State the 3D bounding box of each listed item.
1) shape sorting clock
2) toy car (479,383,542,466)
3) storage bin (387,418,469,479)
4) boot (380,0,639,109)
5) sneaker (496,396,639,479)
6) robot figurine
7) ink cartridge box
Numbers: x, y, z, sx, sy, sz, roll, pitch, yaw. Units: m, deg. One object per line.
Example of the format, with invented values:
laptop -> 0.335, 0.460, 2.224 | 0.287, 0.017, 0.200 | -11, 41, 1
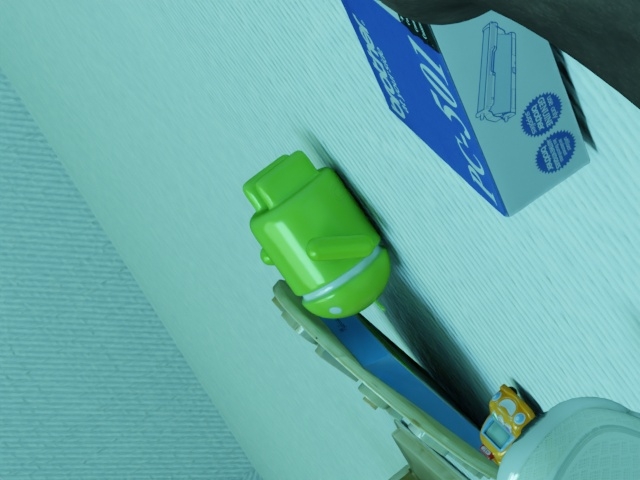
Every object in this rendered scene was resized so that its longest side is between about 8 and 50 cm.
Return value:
shape sorting clock -> 0.046, 0.097, 1.354 | 0.206, 0.040, 0.206 | 43, -178, -2
toy car -> 0.137, 0.145, 1.194 | 0.122, 0.040, 0.060 | 50, 170, 27
storage bin -> 0.032, 0.303, 1.620 | 0.123, 0.262, 0.260 | 56, 171, -27
boot -> 0.095, -0.047, 0.540 | 0.207, 0.090, 0.248 | 55, 168, 5
sneaker -> 0.195, 0.183, 0.892 | 0.292, 0.110, 0.118 | 48, 165, -15
robot figurine -> 0.000, 0.000, 1.275 | 0.115, 0.067, 0.101 | 55, 159, -10
ink cartridge box -> 0.035, -0.111, 0.758 | 0.097, 0.046, 0.207 | 47, 169, 45
